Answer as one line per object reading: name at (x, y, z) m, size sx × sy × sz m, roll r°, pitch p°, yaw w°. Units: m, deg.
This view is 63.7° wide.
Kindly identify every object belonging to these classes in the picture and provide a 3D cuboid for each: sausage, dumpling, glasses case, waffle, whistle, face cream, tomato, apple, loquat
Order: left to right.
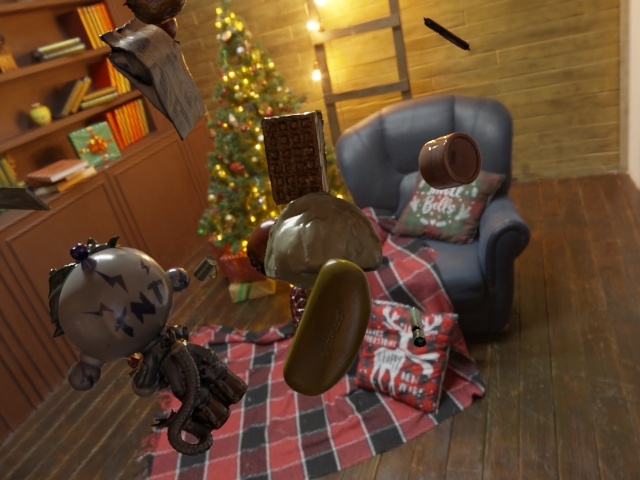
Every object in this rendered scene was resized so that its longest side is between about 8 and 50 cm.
loquat at (-0.349, -0.518, 1.073) m, size 0.113 × 0.137 × 0.137 m, roll 10°, pitch 36°, yaw 45°
tomato at (-0.622, -0.792, 1.928) m, size 0.167 × 0.167 × 0.167 m, roll -13°, pitch 26°, yaw 6°
apple at (-0.178, 0.034, 1.999) m, size 0.230 × 0.230 × 0.230 m, roll -13°, pitch 26°, yaw 6°
waffle at (-0.082, -0.282, 1.778) m, size 0.212 × 0.308 × 0.091 m, roll -1°, pitch 15°, yaw 26°
waffle at (-0.074, 0.268, 1.825) m, size 0.055 × 0.221 × 0.234 m, roll -6°, pitch -11°, yaw -14°
dumpling at (0.000, 0.000, 1.663) m, size 0.395 × 0.316 × 0.233 m, roll -1°, pitch 0°, yaw 15°
glasses case at (0.029, 0.236, 1.372) m, size 0.173 × 0.371 × 0.141 m, roll 21°, pitch 0°, yaw -1°
whistle at (0.293, 0.261, 1.565) m, size 0.039 × 0.039 × 0.186 m, roll -11°, pitch 18°, yaw 10°
sausage at (0.374, -0.606, 1.517) m, size 0.198 × 0.025 × 0.028 m, roll 17°, pitch 28°, yaw -31°
face cream at (0.369, -0.224, 1.464) m, size 0.149 × 0.149 × 0.104 m, roll -31°, pitch 12°, yaw -29°

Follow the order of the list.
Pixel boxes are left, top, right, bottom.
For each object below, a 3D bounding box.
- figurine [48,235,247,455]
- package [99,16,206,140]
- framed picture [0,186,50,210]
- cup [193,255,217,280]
figurine at (-0.296, 0.160, 0.886) m, size 0.186 × 0.382 × 0.261 m, roll -26°, pitch 21°, yaw 35°
package at (-0.338, -0.358, 1.112) m, size 0.062 × 0.251 × 0.204 m, roll -25°, pitch 27°, yaw 23°
framed picture at (-0.666, -0.085, 1.023) m, size 0.200 × 0.010 × 0.136 m, roll 2°, pitch -12°, yaw -9°
cup at (-0.401, 0.105, 1.833) m, size 0.083 × 0.075 × 0.054 m, roll -47°, pitch 2°, yaw 25°
